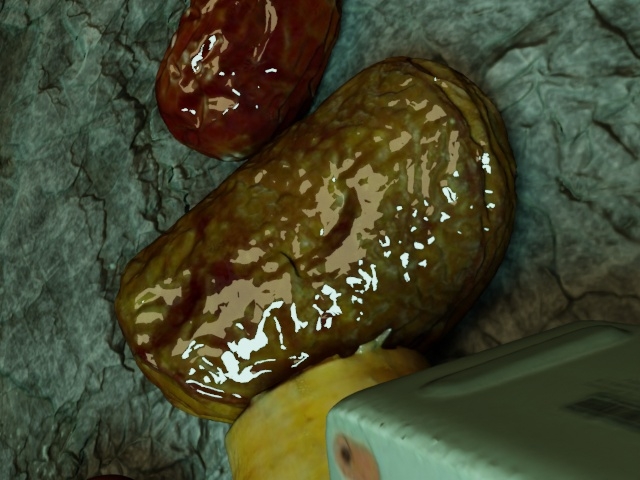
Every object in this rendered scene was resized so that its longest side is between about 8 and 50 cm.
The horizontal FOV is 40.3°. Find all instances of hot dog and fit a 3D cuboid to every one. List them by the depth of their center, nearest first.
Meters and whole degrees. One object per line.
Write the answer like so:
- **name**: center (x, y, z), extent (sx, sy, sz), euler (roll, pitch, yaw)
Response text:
- **hot dog**: center (0.000, 0.000, 0.798), extent (0.387, 0.174, 0.267), euler (-38, 51, 4)

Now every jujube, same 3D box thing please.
- **jujube**: center (-0.075, -0.206, 0.947), extent (0.174, 0.174, 0.250), euler (17, 75, 42)

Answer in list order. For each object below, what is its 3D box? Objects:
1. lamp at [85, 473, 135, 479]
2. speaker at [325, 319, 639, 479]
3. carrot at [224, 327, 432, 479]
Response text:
- **lamp**: center (-0.211, 0.341, 0.847), extent (0.227, 0.227, 0.227), euler (-15, 66, 36)
- **speaker**: center (0.158, 0.146, 0.368), extent (0.406, 0.184, 0.183), euler (-178, 79, -68)
- **carrot**: center (0.048, 0.265, 0.634), extent (0.224, 0.224, 0.340), euler (-38, 52, 24)
